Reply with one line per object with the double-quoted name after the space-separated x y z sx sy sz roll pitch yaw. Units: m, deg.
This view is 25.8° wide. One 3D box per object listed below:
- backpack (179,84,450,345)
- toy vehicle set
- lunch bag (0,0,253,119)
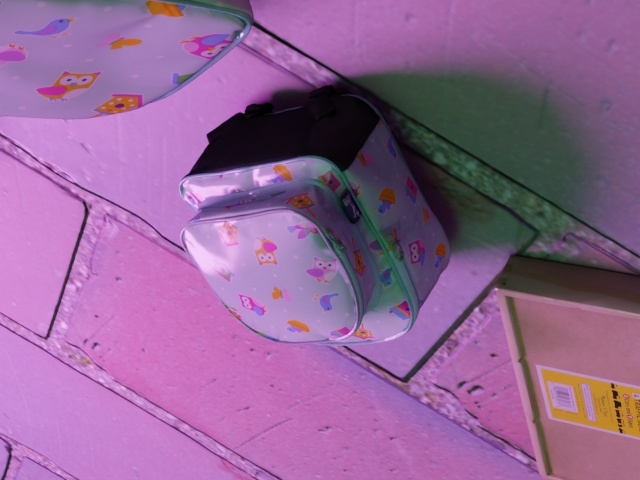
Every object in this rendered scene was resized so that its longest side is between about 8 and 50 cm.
0.000 0.000 1.052 0.166 0.144 0.188 -10 133 38 "backpack"
0.242 0.124 1.121 0.166 0.035 0.267 11 142 27 "toy vehicle set"
-0.189 -0.164 0.903 0.279 0.108 0.224 0 163 -32 "lunch bag"
